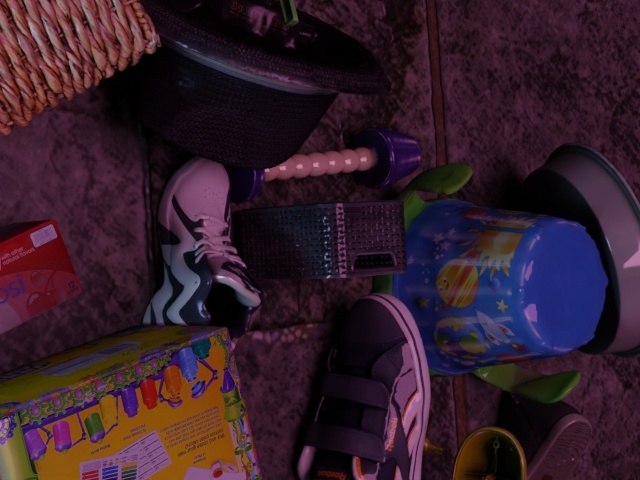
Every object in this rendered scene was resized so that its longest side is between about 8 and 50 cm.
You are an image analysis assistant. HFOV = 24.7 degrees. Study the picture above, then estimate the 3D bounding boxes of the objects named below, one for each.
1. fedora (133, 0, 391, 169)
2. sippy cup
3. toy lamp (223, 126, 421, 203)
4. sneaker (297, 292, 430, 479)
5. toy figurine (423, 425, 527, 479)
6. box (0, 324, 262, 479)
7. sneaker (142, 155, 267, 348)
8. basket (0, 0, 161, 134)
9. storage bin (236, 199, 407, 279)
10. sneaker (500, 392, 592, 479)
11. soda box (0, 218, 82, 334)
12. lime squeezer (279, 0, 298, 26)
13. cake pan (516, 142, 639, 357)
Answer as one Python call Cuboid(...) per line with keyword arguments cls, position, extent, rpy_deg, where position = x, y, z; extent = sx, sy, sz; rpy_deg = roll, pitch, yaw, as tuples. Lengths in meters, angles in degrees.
Cuboid(cls="fedora", position=(-0.092, -0.170, 1.570), extent=(0.334, 0.334, 0.153), rpy_deg=(6, 114, -40))
Cuboid(cls="sippy cup", position=(0.224, 0.057, 1.820), extent=(0.305, 0.224, 0.240), rpy_deg=(23, 73, -37))
Cuboid(cls="toy lamp", position=(0.008, -0.091, 1.737), extent=(0.274, 0.080, 0.080), rpy_deg=(-11, 96, -40))
Cuboid(cls="sneaker", position=(0.050, 0.225, 1.729), extent=(0.127, 0.126, 0.321), rpy_deg=(-4, 93, -46))
Cuboid(cls="toy figurine", position=(0.206, 0.412, 1.851), extent=(0.217, 0.191, 0.363), rpy_deg=(10, 82, -56))
Cuboid(cls="box", position=(-0.222, 0.259, 1.460), extent=(0.290, 0.177, 0.279), rpy_deg=(-19, 100, -40))
Cuboid(cls="sneaker", position=(-0.109, 0.020, 1.582), extent=(0.094, 0.153, 0.235), rpy_deg=(27, 72, -39))
Cuboid(cls="basket", position=(-0.332, -0.263, 1.371), extent=(0.223, 0.213, 0.299), rpy_deg=(-33, 115, -23))
Cuboid(cls="storage bin", position=(0.000, 0.000, 1.658), extent=(0.122, 0.180, 0.084), rpy_deg=(-3, 89, -41))
Cuboid(cls="sneaker", position=(0.262, 0.300, 1.947), extent=(0.083, 0.118, 0.222), rpy_deg=(32, 97, -35))
Cuboid(cls="soda box", position=(-0.366, 0.066, 1.399), extent=(0.263, 0.092, 0.083), rpy_deg=(-29, 106, -37))
Cuboid(cls="lime squeezer", position=(-0.089, -0.379, 1.566), extent=(0.310, 0.058, 0.110), rpy_deg=(57, 16, -10))
Cuboid(cls="cake pan", position=(0.341, 0.020, 1.900), extent=(0.054, 0.293, 0.293), rpy_deg=(-17, 100, -18))
